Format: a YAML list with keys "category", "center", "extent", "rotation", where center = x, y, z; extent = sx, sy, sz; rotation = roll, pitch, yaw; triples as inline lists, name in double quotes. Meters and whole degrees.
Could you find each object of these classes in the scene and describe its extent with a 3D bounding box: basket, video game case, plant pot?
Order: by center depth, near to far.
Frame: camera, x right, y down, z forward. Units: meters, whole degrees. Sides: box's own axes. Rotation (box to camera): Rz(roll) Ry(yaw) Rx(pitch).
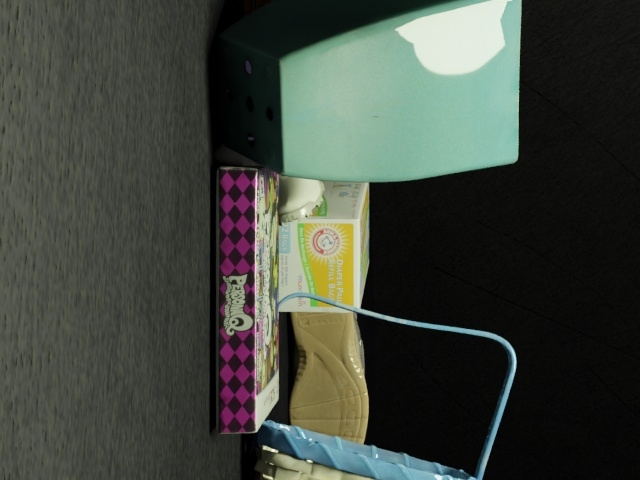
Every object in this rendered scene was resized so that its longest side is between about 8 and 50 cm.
- category: "plant pot"
  center: [0.034, -0.144, 1.533]
  extent: [0.166, 0.234, 0.165]
  rotation: [30, -53, 51]
- category: "video game case"
  center: [-0.065, 0.047, 1.575]
  extent: [0.210, 0.042, 0.232]
  rotation: [-31, 122, -86]
- category: "basket"
  center: [0.053, 0.214, 1.754]
  extent: [0.201, 0.255, 0.289]
  rotation: [106, -5, -82]

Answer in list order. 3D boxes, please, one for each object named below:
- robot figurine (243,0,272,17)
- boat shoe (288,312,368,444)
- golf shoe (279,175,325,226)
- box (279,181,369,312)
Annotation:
- category: "robot figurine"
  center: [-0.030, -0.242, 1.709]
  extent: [0.291, 0.085, 0.211]
  rotation: [-70, 159, -78]
- category: "boat shoe"
  center: [0.011, 0.153, 2.159]
  extent: [0.092, 0.103, 0.285]
  rotation: [-51, 135, -75]
- category: "golf shoe"
  center: [-0.038, -0.089, 1.871]
  extent: [0.176, 0.069, 0.086]
  rotation: [-88, 156, -52]
- category: "box"
  center: [0.000, 0.000, 1.972]
  extent: [0.203, 0.103, 0.114]
  rotation: [-74, 164, -72]
